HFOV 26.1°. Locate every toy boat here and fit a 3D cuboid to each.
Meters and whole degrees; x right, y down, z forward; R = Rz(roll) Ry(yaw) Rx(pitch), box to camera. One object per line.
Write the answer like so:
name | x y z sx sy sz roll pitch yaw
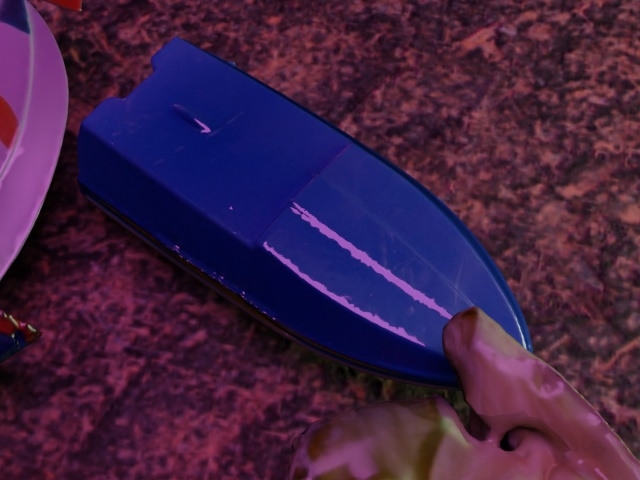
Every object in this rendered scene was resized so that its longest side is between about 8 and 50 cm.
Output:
toy boat | 0.000 0.000 0.808 0.295 0.088 0.129 33 65 21
toy boat | -0.215 -0.025 0.813 0.318 0.072 0.219 -43 62 -10

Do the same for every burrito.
burrito | 0.127 0.200 0.664 0.190 0.135 0.332 -43 66 -9
